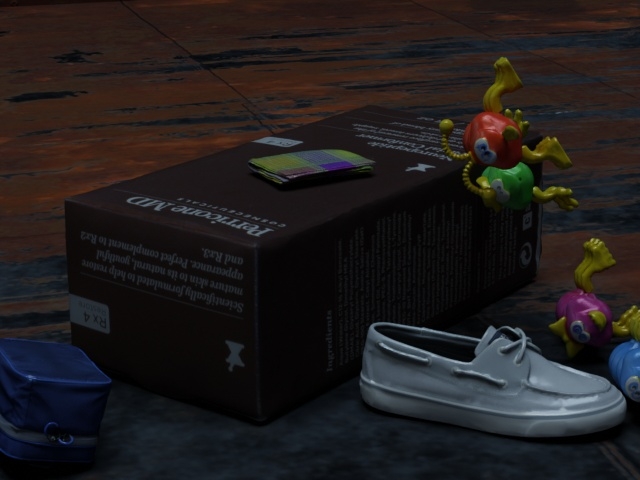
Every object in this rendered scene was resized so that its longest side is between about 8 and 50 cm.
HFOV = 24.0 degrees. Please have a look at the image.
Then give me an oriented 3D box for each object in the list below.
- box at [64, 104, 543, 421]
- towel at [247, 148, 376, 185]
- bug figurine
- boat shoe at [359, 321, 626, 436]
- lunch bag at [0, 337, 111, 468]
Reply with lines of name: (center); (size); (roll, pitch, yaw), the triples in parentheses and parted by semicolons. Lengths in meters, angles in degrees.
box: (0.000, 0.000, 1.194); (0.191, 0.143, 0.381); (13, 24, 35)
towel: (-0.008, -0.056, 1.131); (0.083, 0.009, 0.060); (-10, 20, -30)
bug figurine: (0.173, 0.008, 1.092); (0.072, 0.279, 0.216); (-33, 0, 4)
boat shoe: (0.117, 0.089, 1.030); (0.184, 0.063, 0.066); (8, 19, 24)
lunch bag: (-0.179, 0.109, 0.976); (0.067, 0.065, 0.098); (8, 11, -28)
